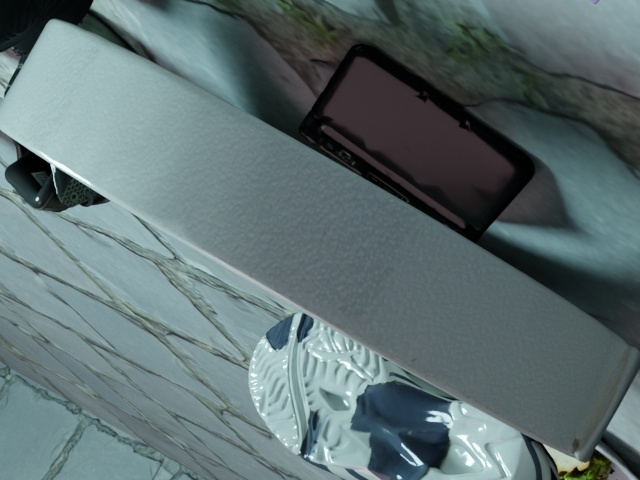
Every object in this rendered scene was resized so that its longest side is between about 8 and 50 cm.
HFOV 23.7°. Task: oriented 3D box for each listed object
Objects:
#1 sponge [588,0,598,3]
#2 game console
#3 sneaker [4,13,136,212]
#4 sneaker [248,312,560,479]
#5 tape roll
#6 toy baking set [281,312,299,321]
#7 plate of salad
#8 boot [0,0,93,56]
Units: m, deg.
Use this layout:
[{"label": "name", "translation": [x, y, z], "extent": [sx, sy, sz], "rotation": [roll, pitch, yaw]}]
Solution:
[{"label": "sponge", "translation": [0.077, -0.160, 0.503], "extent": [0.117, 0.031, 0.210], "rotation": [33, 165, 4]}, {"label": "game console", "translation": [0.057, -0.058, 0.881], "extent": [0.122, 0.071, 0.107], "rotation": [35, -166, -1]}, {"label": "sneaker", "translation": [-0.139, -0.048, 1.096], "extent": [0.227, 0.130, 0.087], "rotation": [42, 165, -32]}, {"label": "sneaker", "translation": [0.067, 0.135, 1.000], "extent": [0.235, 0.094, 0.153], "rotation": [17, 163, 38]}, {"label": "tape roll", "translation": [0.000, 0.000, 0.875], "extent": [0.392, 0.072, 0.392], "rotation": [29, 179, 1]}, {"label": "toy baking set", "translation": [0.045, 0.124, 1.381], "extent": [0.196, 0.030, 0.256], "rotation": [32, 174, 4]}, {"label": "plate of salad", "translation": [0.184, 0.180, 1.259], "extent": [0.200, 0.048, 0.200], "rotation": [31, 164, 10]}, {"label": "boot", "translation": [-0.176, -0.141, 0.920], "extent": [0.045, 0.121, 0.099], "rotation": [37, 158, 1]}]
